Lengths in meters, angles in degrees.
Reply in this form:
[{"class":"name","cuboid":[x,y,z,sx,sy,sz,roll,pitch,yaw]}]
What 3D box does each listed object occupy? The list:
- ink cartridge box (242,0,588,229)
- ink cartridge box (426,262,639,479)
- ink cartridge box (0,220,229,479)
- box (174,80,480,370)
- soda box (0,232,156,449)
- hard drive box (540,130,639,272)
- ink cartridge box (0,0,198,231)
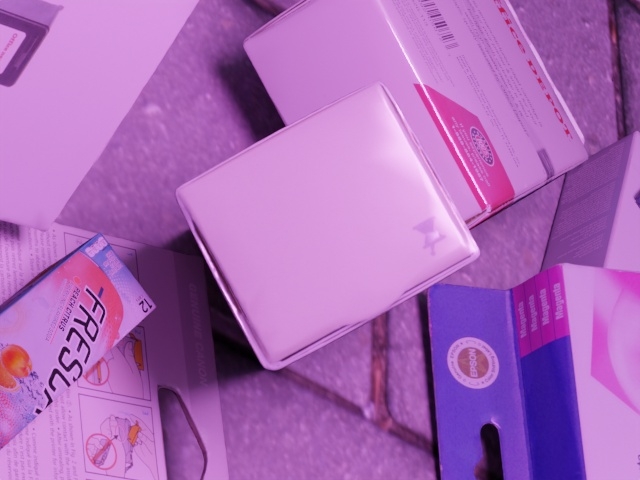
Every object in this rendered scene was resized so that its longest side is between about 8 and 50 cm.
[{"class":"ink cartridge box","cuboid":[0.084,-0.107,1.554,0.207,0.117,0.283,61,24,2]},{"class":"ink cartridge box","cuboid":[0.255,0.179,1.519,0.330,0.071,0.324,6,62,-19]},{"class":"ink cartridge box","cuboid":[-0.171,0.122,1.183,0.261,0.066,0.296,18,53,-43]},{"class":"box","cuboid":[0.000,0.000,1.268,0.121,0.148,0.311,62,-4,2]},{"class":"soda box","cuboid":[-0.171,0.067,1.113,0.058,0.063,0.183,53,37,-7]},{"class":"hard drive box","cuboid":[0.288,0.048,1.751,0.181,0.089,0.232,43,40,-20]},{"class":"ink cartridge box","cuboid":[-0.247,-0.160,1.127,0.270,0.197,0.198,16,27,-44]}]
